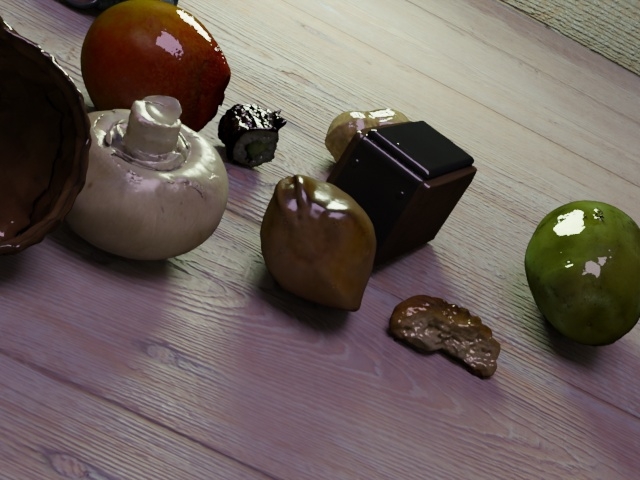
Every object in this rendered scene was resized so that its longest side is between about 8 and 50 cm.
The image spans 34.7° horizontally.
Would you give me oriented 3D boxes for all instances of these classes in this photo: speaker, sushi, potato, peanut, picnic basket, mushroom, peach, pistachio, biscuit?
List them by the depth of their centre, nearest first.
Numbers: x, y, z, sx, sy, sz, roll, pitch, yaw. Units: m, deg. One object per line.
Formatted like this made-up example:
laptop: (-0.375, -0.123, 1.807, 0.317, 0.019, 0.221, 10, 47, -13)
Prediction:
picnic basket: (-0.412, -0.126, 1.118, 0.337, 0.293, 0.337, 15, -4, 1)
mushroom: (-0.239, -0.094, 1.365, 0.246, 0.202, 0.246, 12, 34, -9)
pistachio: (0.000, 0.000, 1.488, 0.260, 0.163, 0.212, -72, 141, -79)
biscuit: (0.187, 0.127, 1.537, 0.183, 0.061, 0.118, 21, 29, -14)
peach: (-0.258, -0.263, 1.605, 0.231, 0.231, 0.231, 22, 30, -14)
speaker: (0.125, -0.082, 1.681, 0.153, 0.192, 0.231, 38, 26, 17)
sushi: (-0.117, -0.180, 1.704, 0.094, 0.098, 0.084, 7, 34, -27)
potato: (0.455, 0.054, 1.744, 0.216, 0.216, 0.304, 26, 41, -7)
peanut: (0.101, -0.179, 1.867, 0.224, 0.129, 0.129, -8, 46, -45)

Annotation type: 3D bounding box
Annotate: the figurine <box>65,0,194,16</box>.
figurine: (-0.345, -0.475, 1.929, 0.265, 0.140, 0.193, 34, 51, -17)
